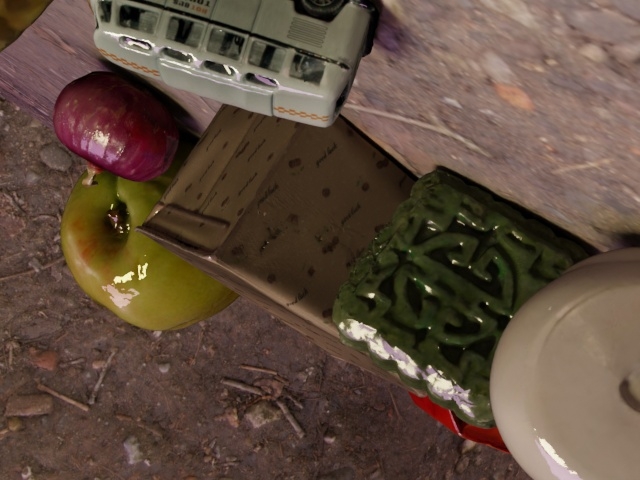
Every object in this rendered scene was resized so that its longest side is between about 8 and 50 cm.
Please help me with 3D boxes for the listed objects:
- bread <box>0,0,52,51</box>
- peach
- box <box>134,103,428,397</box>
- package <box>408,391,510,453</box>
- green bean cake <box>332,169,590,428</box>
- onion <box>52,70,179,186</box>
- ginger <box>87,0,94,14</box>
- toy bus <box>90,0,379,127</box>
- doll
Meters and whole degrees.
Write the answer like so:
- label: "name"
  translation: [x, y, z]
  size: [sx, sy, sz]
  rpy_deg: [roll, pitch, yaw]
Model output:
- label: "bread"
  translation: [-0.247, -0.223, 0.561]
  size: [0.252, 0.238, 0.196]
  rpy_deg: [44, -175, -35]
- label: "peach"
  translation: [-0.233, -0.012, 1.561]
  size: [0.281, 0.314, 0.315]
  rpy_deg: [7, 163, 36]
- label: "box"
  translation: [0.000, 0.000, 1.064]
  size: [0.297, 0.190, 0.225]
  rpy_deg: [35, 172, -28]
- label: "package"
  translation: [0.288, 0.220, 1.276]
  size: [0.423, 0.123, 0.196]
  rpy_deg: [21, 175, -11]
- label: "green bean cake"
  translation: [0.123, 0.049, 0.891]
  size: [0.185, 0.183, 0.094]
  rpy_deg: [33, 171, 16]
- label: "onion"
  translation: [-0.282, -0.153, 1.374]
  size: [0.177, 0.153, 0.177]
  rpy_deg: [30, 159, 13]
- label: "ginger"
  translation: [-0.108, -0.180, 0.776]
  size: [0.213, 0.074, 0.137]
  rpy_deg: [37, 170, 3]
- label: "toy bus"
  translation: [-0.063, -0.139, 0.666]
  size: [0.193, 0.089, 0.087]
  rpy_deg: [17, 168, 1]
- label: "doll"
  translation: [0.261, 0.115, 0.778]
  size: [0.251, 0.221, 0.221]
  rpy_deg: [-5, 161, 14]
